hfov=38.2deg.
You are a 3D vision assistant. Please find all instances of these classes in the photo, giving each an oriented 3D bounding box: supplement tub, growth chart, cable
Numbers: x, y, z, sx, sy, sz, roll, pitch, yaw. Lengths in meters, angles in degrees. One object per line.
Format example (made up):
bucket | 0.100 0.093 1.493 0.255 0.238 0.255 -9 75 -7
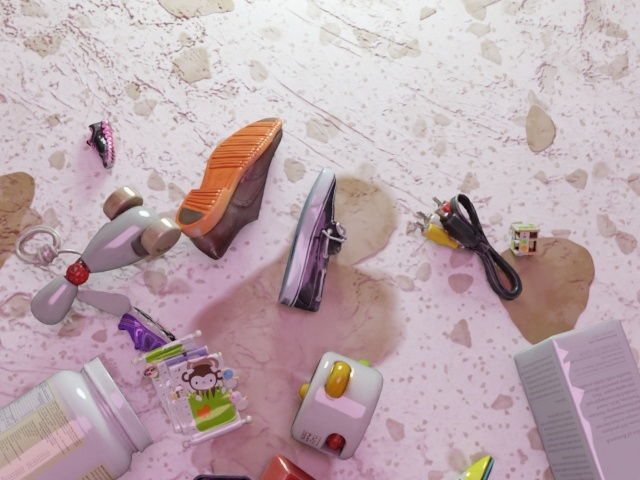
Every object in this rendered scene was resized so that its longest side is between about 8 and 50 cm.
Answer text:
supplement tub | -0.502 0.391 1.729 0.325 0.235 0.235 -33 80 -15
growth chart | -0.250 0.299 1.862 0.172 0.021 0.237 -28 101 -10
cable | 0.339 0.009 2.051 0.287 0.072 0.139 44 56 -6

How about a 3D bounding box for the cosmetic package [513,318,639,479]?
cosmetic package | 0.564 0.408 1.857 0.162 0.230 0.453 -13 77 -11

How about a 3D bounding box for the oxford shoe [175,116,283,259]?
oxford shoe | -0.176 -0.119 1.995 0.130 0.132 0.363 6 52 40

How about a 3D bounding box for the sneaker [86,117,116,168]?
sneaker | -0.478 -0.206 2.009 0.057 0.047 0.119 -11 68 -3

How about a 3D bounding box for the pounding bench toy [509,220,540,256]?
pounding bench toy | 0.450 -0.003 2.057 0.052 0.083 0.065 -1 105 -5

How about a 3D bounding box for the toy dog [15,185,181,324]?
toy dog | -0.434 0.041 1.898 0.334 0.161 0.220 -25 67 0

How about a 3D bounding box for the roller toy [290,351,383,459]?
roller toy | 0.026 0.324 1.832 0.146 0.209 0.191 23 93 1

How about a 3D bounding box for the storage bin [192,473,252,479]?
storage bin | -0.195 0.549 1.800 0.122 0.084 0.180 3 74 -6

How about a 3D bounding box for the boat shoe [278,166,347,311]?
boat shoe | 0.001 0.000 1.969 0.105 0.113 0.306 17 75 -8

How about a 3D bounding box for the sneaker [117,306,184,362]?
sneaker | -0.344 0.209 1.902 0.170 0.068 0.071 37 88 13

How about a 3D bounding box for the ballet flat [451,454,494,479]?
ballet flat | 0.281 0.533 1.871 0.077 0.077 0.231 18 74 16

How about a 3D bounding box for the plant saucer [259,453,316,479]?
plant saucer | -0.041 0.586 1.771 0.259 0.048 0.258 39 64 -12
